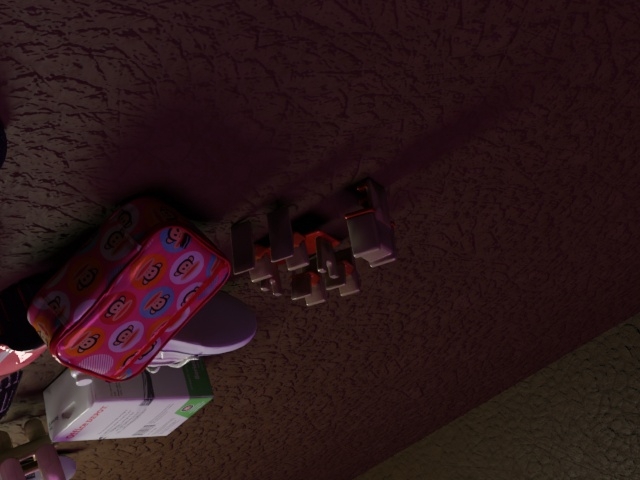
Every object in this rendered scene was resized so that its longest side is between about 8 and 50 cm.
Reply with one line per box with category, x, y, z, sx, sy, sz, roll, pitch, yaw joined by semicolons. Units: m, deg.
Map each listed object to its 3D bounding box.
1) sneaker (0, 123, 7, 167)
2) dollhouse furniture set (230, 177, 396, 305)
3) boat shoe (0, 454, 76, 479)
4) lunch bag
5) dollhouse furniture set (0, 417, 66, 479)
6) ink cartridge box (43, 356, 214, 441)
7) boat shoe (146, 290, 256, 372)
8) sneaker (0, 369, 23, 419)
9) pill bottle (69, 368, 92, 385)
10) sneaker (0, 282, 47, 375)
sneaker;-0.452;-0.139;1.069;0.082;0.069;0.209;10;167;13
dollhouse furniture set;0.000;0.000;1.601;0.259;0.135;0.262;-18;156;24
boat shoe;-0.726;0.580;2.246;0.219;0.078;0.070;-2;-177;-39
lunch bag;-0.294;0.089;1.445;0.293;0.120;0.258;-47;148;0
dollhouse furniture set;-0.686;0.447;1.897;0.242;0.161;0.212;-19;-168;-22
ink cartridge box;-0.411;0.331;1.913;0.289;0.121;0.211;8;143;-43
boat shoe;-0.310;0.190;1.700;0.367;0.136;0.156;-5;150;-22
sneaker;-0.661;0.275;1.643;0.111;0.121;0.300;-65;166;6
pill bottle;-0.467;0.239;1.741;0.043;0.083;0.043;-15;153;-8
sneaker;-0.516;0.155;1.557;0.314;0.116;0.136;-27;168;22
